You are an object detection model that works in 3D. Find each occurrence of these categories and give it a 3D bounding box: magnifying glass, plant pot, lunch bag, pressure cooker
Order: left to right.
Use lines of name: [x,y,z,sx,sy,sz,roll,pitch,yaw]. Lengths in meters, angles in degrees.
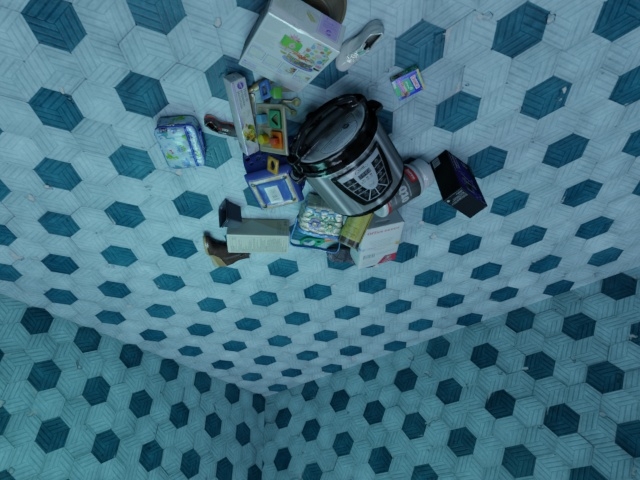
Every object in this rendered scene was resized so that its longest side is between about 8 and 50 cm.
lunch bag: [-0.567,-0.401,1.689,0.176,0.090,0.218,-4,140,-3]
plant pot: [-0.195,-0.273,1.766,0.236,0.211,0.235,-12,138,9]
plant pot: [-0.030,-0.742,1.317,0.238,0.109,0.237,-2,138,-2]
magnifying glass: [0.000,0.000,2.235,0.231,0.026,0.092,-10,138,10]
pressure cooker: [0.086,-0.335,1.598,0.376,0.369,0.420,-7,142,35]

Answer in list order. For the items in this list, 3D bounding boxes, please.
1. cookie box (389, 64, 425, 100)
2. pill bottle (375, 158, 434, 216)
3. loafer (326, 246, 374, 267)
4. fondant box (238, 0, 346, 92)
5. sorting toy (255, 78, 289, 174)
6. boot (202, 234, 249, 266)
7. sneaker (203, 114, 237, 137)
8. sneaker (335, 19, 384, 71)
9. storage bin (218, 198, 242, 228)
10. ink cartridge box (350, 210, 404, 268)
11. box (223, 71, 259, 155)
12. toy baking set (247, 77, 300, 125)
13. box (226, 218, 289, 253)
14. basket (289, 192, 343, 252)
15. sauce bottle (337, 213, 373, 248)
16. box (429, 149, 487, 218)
cookie box: [0.331,-0.597,1.557,0.107,0.040,0.091,-22,135,19]
pill bottle: [0.348,-0.237,1.806,0.284,0.161,0.161,-32,140,-14]
loafer: [0.174,0.080,2.305,0.303,0.095,0.108,10,107,-21]
fondant box: [-0.103,-0.627,1.330,0.239,0.096,0.330,19,170,-24]
sorting toy: [-0.189,-0.411,1.521,0.047,0.196,0.346,-20,118,-36]
boot: [-0.508,0.038,2.219,0.207,0.090,0.248,-17,137,-3]
sneaker: [-0.399,-0.447,1.662,0.158,0.064,0.061,18,135,-22]
sneaker: [0.133,-0.664,1.427,0.080,0.094,0.212,28,130,-33]
storage bin: [-0.439,-0.116,1.996,0.091,0.135,0.098,15,136,-34]
ink cartridge box: [0.286,-0.013,2.120,0.227,0.131,0.306,-13,139,-14]
box: [-0.305,-0.485,1.606,0.063,0.067,0.323,-33,143,-23]
toy baking set: [-0.196,-0.537,1.599,0.257,0.030,0.196,-17,137,16]
box: [-0.318,-0.022,2.111,0.312,0.121,0.147,2,138,-6]
basket: [-0.011,-0.070,2.014,0.255,0.200,0.288,8,130,-7]
sauce bottle: [0.195,-0.132,1.911,0.112,0.111,0.343,24,93,-27]
box: [0.604,-0.249,1.805,0.185,0.261,0.103,27,130,-31]
